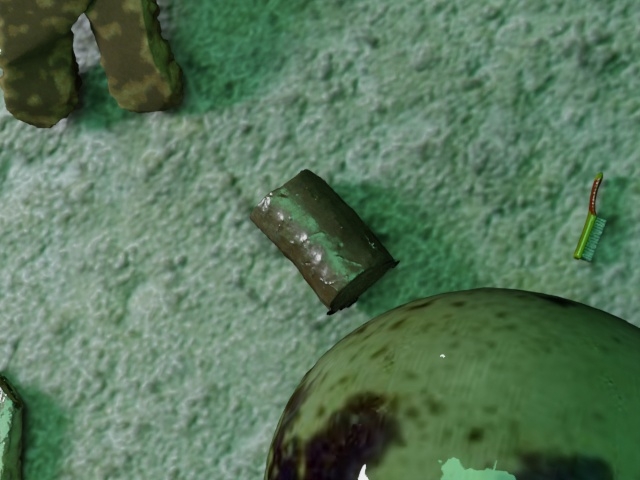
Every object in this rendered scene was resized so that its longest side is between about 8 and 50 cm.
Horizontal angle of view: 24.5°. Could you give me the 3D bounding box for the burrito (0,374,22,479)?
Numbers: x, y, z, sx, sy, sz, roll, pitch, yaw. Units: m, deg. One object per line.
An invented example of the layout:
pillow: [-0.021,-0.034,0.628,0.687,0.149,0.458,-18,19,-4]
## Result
burrito: [-0.307,0.192,1.404,0.055,0.041,0.149,-4,78,25]

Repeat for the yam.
yam: [0.001,-0.001,1.358,0.084,0.084,0.127,-41,78,2]

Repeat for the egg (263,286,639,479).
egg: [0.168,0.214,1.148,0.428,0.345,0.345,10,82,4]

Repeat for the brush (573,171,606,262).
brush: [0.250,-0.021,1.340,0.021,0.019,0.083,15,83,4]

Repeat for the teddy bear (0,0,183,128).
teddy bear: [-0.240,-0.285,1.436,0.246,0.222,0.296,-6,122,4]
